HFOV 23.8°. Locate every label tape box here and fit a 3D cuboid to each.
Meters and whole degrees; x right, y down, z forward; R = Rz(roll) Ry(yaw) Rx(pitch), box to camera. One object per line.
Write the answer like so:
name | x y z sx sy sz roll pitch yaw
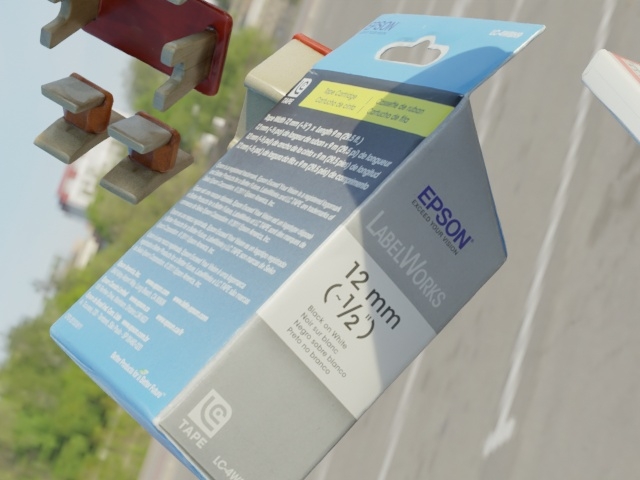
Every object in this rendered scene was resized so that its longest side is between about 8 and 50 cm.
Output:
label tape box | 0.000 0.000 1.037 0.347 0.115 0.249 -44 24 -11

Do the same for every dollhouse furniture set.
dollhouse furniture set | -0.099 -0.161 1.274 0.135 0.259 0.262 -40 -26 -49

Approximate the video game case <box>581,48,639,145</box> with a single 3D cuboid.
video game case | 0.298 -0.011 0.867 0.025 0.285 0.204 -57 40 24
